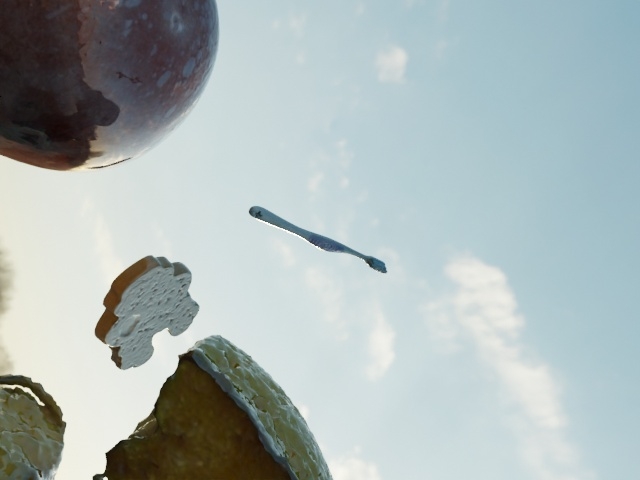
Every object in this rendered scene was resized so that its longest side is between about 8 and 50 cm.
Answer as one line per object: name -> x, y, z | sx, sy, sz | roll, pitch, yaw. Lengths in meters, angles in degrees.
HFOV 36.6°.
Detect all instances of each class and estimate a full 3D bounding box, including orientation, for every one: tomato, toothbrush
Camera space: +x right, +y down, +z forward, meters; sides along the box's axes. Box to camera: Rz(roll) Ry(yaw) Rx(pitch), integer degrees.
tomato -> -0.225, -0.178, 0.839 | 0.270, 0.270, 0.227 | 118, -13, -55
toothbrush -> 0.000, 0.000, 0.726 | 0.011, 0.131, 0.013 | -56, -147, 17

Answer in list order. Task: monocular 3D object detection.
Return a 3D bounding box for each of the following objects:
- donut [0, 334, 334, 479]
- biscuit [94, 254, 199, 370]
donut -> -0.175, 0.273, 0.784 | 0.163, 0.435, 0.377 | -7, 91, -70
biscuit -> -0.224, 0.089, 1.242 | 0.040, 0.144, 0.236 | 38, -22, 19
